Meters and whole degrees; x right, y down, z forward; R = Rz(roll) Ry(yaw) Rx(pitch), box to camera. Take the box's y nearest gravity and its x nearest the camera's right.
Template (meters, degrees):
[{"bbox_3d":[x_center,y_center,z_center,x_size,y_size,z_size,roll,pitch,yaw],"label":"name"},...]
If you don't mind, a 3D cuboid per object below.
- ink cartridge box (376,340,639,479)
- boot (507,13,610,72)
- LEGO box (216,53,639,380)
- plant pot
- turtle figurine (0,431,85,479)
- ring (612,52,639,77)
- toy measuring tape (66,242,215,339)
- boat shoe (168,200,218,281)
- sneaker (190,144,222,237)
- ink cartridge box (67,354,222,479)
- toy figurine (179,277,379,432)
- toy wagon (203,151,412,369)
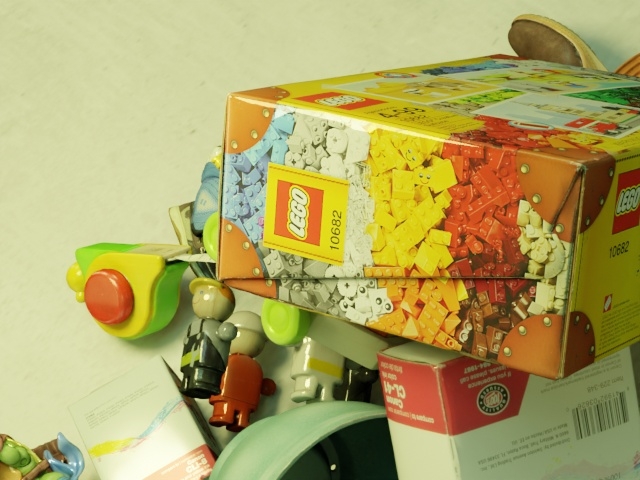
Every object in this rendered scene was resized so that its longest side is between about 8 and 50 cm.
[{"bbox_3d":[0.199,0.233,1.577,0.226,0.306,0.131,-13,10,-27],"label":"ink cartridge box"},{"bbox_3d":[0.259,-0.154,1.966,0.207,0.090,0.248,-37,60,-10],"label":"boot"},{"bbox_3d":[0.200,-0.049,1.583,0.372,0.500,0.193,15,108,33],"label":"LEGO box"},{"bbox_3d":[-0.002,0.292,1.679,0.293,0.293,0.196,-46,31,-14],"label":"plant pot"},{"bbox_3d":[-0.436,0.293,1.834,0.266,0.198,0.274,17,62,29],"label":"turtle figurine"},{"bbox_3d":[0.474,-0.105,1.865,0.337,0.032,0.336,-1,61,2],"label":"ring"},{"bbox_3d":[-0.180,0.065,1.927,0.330,0.121,0.121,3,59,35],"label":"toy measuring tape"},{"bbox_3d":[-0.147,0.005,2.010,0.049,0.056,0.152,-30,55,3],"label":"boat shoe"},{"bbox_3d":[-0.011,0.010,1.940,0.330,0.130,0.147,25,91,20],"label":"sneaker"},{"bbox_3d":[-0.184,0.247,1.826,0.127,0.128,0.176,-30,56,-2],"label":"ink cartridge box"},{"bbox_3d":[-0.045,0.127,1.810,0.213,0.209,0.148,2,68,17],"label":"toy figurine"},{"bbox_3d":[0.000,0.000,1.729,0.344,0.267,0.068,52,125,29],"label":"toy wagon"}]
